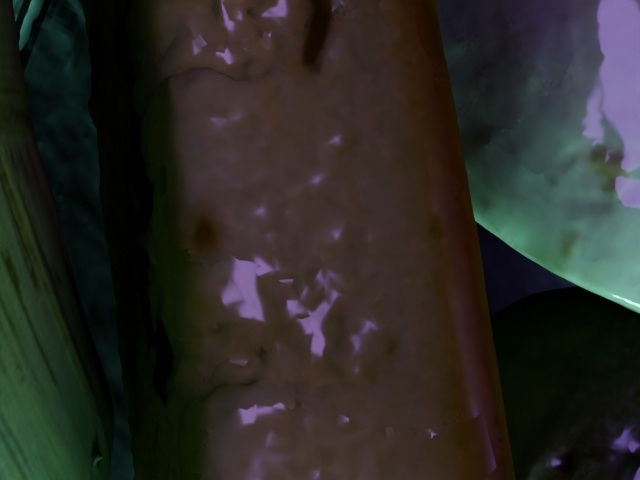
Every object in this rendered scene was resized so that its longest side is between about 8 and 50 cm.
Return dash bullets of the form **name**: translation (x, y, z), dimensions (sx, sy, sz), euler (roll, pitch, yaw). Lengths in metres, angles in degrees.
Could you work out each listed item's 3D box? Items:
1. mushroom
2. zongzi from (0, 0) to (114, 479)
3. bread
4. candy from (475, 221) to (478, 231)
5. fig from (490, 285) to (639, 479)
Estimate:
- **mushroom**: translation (0.061, -0.135, 0.608), dimensions (0.128, 0.128, 0.350), euler (1, 71, -37)
- **zongzi**: translation (-0.080, -0.032, 0.423), dimensions (0.228, 0.256, 0.115), euler (44, 26, -25)
- **bread**: translation (-0.015, -0.027, 0.486), dimensions (0.077, 0.138, 0.361), euler (-4, 70, -10)
- **candy**: translation (0.000, 0.000, 0.598), dimensions (0.103, 0.043, 0.103), euler (9, 76, -38)
- **fig**: translation (0.062, 0.088, 0.595), dimensions (0.177, 0.117, 0.117), euler (-43, 108, -19)
